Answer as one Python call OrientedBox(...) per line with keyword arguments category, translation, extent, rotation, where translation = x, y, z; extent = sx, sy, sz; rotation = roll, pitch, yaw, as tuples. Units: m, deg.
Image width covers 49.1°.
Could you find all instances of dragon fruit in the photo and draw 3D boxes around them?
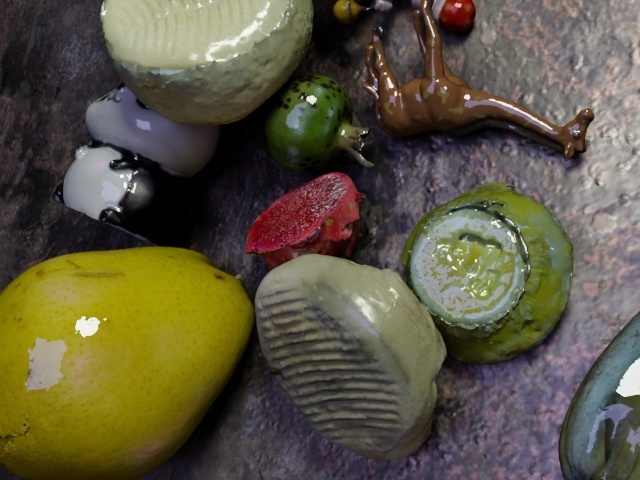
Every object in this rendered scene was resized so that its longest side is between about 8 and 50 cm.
OrientedBox(category="dragon fruit", translation=(0.000, 0.000, 0.831), extent=(0.153, 0.111, 0.153), rotation=(-24, 28, 14))

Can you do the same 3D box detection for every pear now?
OrientedBox(category="pear", translation=(-0.246, 0.147, 0.850), extent=(0.336, 0.285, 0.285), rotation=(-4, 72, -12))

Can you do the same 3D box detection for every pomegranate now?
OrientedBox(category="pomegranate", translation=(0.003, -0.134, 0.843), extent=(0.161, 0.122, 0.122), rotation=(25, 92, 19))

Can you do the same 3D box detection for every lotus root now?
OrientedBox(category="lotus root", translation=(0.332, 0.107, 0.578), extent=(0.322, 0.140, 0.158), rotation=(-49, 33, -9))

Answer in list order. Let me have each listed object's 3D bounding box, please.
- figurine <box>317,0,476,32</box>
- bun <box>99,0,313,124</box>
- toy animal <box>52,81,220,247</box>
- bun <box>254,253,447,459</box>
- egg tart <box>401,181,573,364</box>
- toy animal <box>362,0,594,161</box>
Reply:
OrientedBox(category="figurine", translation=(0.062, -0.355, 0.832), extent=(0.287, 0.176, 0.186), rotation=(24, 70, 20))
OrientedBox(category="bun", translation=(-0.124, -0.248, 0.831), extent=(0.259, 0.152, 0.260), rotation=(-4, 64, 7))
OrientedBox(category="toy animal", translation=(-0.235, -0.118, 0.942), extent=(0.187, 0.165, 0.235), rotation=(19, 89, 35))
OrientedBox(category="bun", translation=(0.039, 0.112, 0.736), extent=(0.237, 0.116, 0.210), rotation=(54, 139, 1))
OrientedBox(category="egg tart", translation=(0.166, 0.031, 0.726), extent=(0.197, 0.078, 0.197), rotation=(-6, 77, 27))
OrientedBox(category="toy animal", translation=(0.161, -0.162, 0.776), extent=(0.224, 0.066, 0.230), rotation=(-26, 84, 33))
